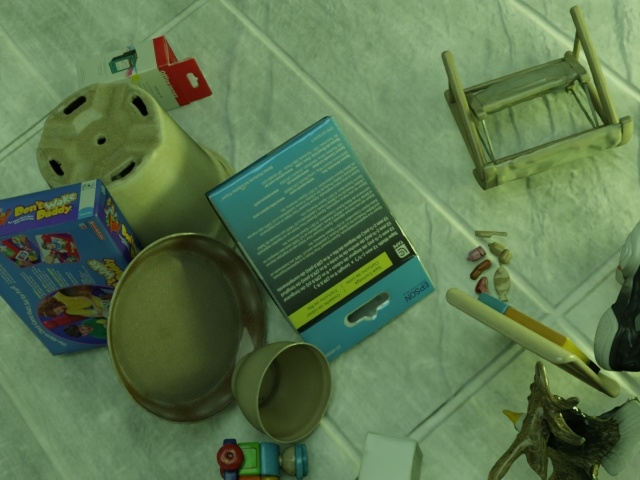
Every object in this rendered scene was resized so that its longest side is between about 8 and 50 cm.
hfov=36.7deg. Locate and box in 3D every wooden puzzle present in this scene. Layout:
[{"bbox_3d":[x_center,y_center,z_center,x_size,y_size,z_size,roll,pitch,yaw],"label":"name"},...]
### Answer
[{"bbox_3d":[0.323,0.146,1.439,0.221,0.238,0.044,31,91,40],"label":"wooden puzzle"}]

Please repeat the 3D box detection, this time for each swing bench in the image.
[{"bbox_3d":[0.368,-0.226,1.674,0.253,0.165,0.255,-18,68,4],"label":"swing bench"}]

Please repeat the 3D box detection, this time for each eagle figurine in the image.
[{"bbox_3d":[0.351,0.291,1.337,0.226,0.298,0.225,-34,42,12],"label":"eagle figurine"}]

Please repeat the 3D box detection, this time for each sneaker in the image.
[{"bbox_3d":[0.521,0.084,1.441,0.153,0.101,0.269,15,80,41],"label":"sneaker"}]

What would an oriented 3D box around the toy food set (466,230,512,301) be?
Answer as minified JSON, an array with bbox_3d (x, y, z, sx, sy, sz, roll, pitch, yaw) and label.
[{"bbox_3d":[0.286,0.045,1.642,0.077,0.019,0.122,4,74,15],"label":"toy food set"}]

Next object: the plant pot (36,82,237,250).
[{"bbox_3d":[-0.332,-0.105,1.692,0.333,0.305,0.334,-5,64,11],"label":"plant pot"}]

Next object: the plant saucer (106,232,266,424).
[{"bbox_3d":[-0.224,0.143,1.583,0.050,0.310,0.311,-3,60,46],"label":"plant saucer"}]

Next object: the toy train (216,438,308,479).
[{"bbox_3d":[-0.087,0.434,1.502,0.143,0.105,0.248,-3,64,-3],"label":"toy train"}]

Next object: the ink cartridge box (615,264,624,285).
[{"bbox_3d":[0.561,0.040,1.557,0.135,0.056,0.099,-41,62,-7],"label":"ink cartridge box"}]

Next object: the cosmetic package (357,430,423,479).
[{"bbox_3d":[0.096,0.417,1.452,0.085,0.117,0.231,7,68,15],"label":"cosmetic package"}]

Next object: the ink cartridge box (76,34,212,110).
[{"bbox_3d":[-0.343,-0.315,1.891,0.231,0.134,0.078,-16,62,4],"label":"ink cartridge box"}]

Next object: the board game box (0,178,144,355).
[{"bbox_3d":[-0.409,0.056,1.605,0.233,0.347,0.078,-11,52,7],"label":"board game box"}]

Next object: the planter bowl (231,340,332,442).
[{"bbox_3d":[-0.076,0.237,1.568,0.109,0.162,0.162,8,64,45],"label":"planter bowl"}]

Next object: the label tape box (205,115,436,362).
[{"bbox_3d":[0.000,0.000,1.647,0.249,0.115,0.348,-34,101,-7],"label":"label tape box"}]
